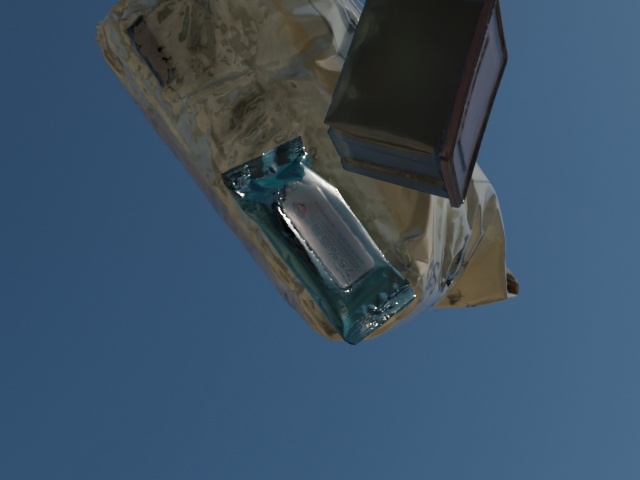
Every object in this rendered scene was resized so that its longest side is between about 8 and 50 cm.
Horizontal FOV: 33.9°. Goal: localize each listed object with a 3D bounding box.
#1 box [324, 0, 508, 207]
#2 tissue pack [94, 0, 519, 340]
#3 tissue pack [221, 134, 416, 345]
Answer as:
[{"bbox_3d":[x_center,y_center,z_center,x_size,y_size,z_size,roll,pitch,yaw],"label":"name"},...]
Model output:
[{"bbox_3d":[0.044,-0.067,0.478,0.063,0.084,0.060,13,-16,17],"label":"box"},{"bbox_3d":[0.020,-0.091,0.940,0.195,0.390,0.375,-38,-12,20],"label":"tissue pack"},{"bbox_3d":[0.000,0.000,0.689,0.085,0.138,0.028,-33,-8,-48],"label":"tissue pack"}]
